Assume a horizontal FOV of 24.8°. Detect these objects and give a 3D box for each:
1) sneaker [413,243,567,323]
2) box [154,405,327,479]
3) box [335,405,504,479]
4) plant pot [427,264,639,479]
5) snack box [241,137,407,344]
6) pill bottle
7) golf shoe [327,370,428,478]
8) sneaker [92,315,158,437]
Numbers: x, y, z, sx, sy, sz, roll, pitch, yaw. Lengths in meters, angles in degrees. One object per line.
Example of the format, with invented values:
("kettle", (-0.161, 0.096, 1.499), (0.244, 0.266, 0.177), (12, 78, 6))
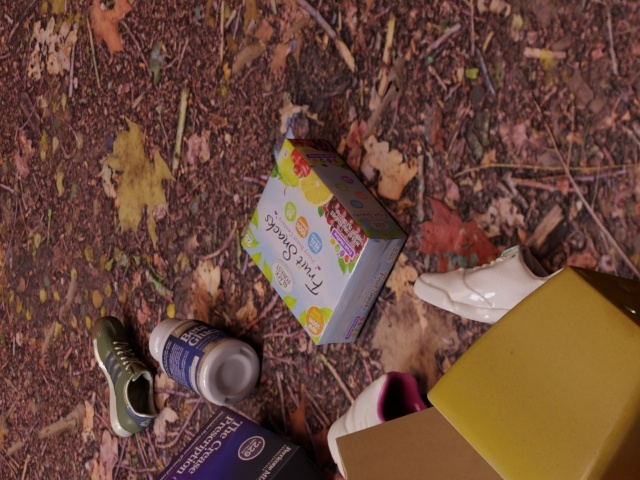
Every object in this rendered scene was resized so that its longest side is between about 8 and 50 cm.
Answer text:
("sneaker", (0.196, 0.046, 1.590), (0.212, 0.080, 0.094), (13, 91, 44))
("box", (-0.140, 0.362, 1.887), (0.184, 0.261, 0.103), (20, 151, 48))
("box", (0.130, 0.266, 1.609), (0.201, 0.021, 0.164), (-19, 67, 10))
("plant pot", (0.273, 0.145, 1.391), (0.212, 0.212, 0.187), (46, 114, 41))
("snack box", (0.000, 0.000, 1.832), (0.207, 0.070, 0.174), (53, 131, 38))
("pill bottle", (-0.169, 0.164, 2.040), (0.169, 0.094, 0.094), (20, 108, 50))
("golf shoe", (0.118, 0.280, 1.664), (0.306, 0.115, 0.140), (52, 127, 36))
("sneaker", (-0.291, 0.201, 2.235), (0.086, 0.064, 0.192), (-24, 73, 42))
